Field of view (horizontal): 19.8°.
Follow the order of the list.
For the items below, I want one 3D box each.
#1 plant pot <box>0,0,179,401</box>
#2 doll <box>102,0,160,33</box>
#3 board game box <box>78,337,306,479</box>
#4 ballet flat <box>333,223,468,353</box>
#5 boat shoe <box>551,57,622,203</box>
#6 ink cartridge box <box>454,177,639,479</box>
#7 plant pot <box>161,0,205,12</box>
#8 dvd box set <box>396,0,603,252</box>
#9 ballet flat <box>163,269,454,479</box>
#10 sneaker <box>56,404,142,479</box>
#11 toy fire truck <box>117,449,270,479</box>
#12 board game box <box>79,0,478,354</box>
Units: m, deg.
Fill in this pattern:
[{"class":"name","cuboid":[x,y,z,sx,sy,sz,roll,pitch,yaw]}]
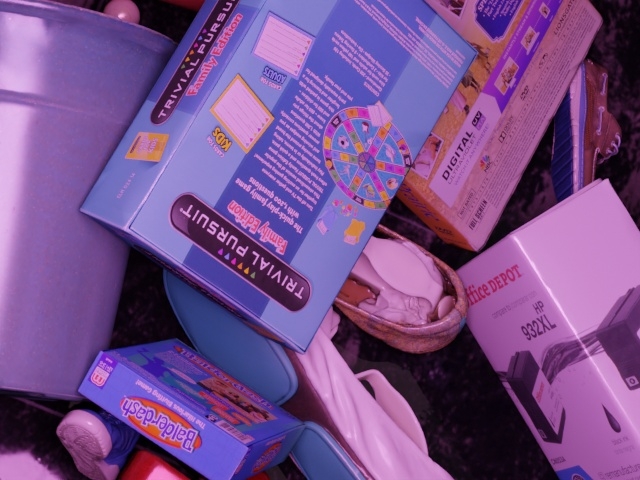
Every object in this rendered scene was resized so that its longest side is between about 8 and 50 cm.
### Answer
[{"class":"plant pot","cuboid":[-0.311,-0.028,1.688,0.341,0.341,0.334,8,83,-13]},{"class":"doll","cuboid":[-0.154,-0.170,1.856,0.046,0.129,0.189,-48,115,-10]},{"class":"board game box","cuboid":[-0.113,0.155,1.681,0.160,0.210,0.047,32,98,12]},{"class":"ballet flat","cuboid":[0.000,0.000,1.860,0.348,0.123,0.123,31,71,-6]},{"class":"boat shoe","cuboid":[0.293,-0.115,1.993,0.066,0.066,0.183,6,75,-15]},{"class":"ink cartridge box","cuboid":[0.279,0.118,1.849,0.129,0.223,0.307,-29,86,-19]},{"class":"plant pot","cuboid":[-0.172,-0.366,1.838,0.243,0.275,0.275,8,75,-4]},{"class":"dvd box set","cuboid":[0.101,-0.223,1.839,0.420,0.062,0.307,40,72,-40]},{"class":"ballet flat","cuboid":[-0.004,0.144,1.831,0.139,0.139,0.400,-38,93,-20]},{"class":"sneaker","cuboid":[-0.203,0.171,1.746,0.058,0.152,0.084,23,66,15]},{"class":"toy fire truck","cuboid":[-0.066,0.300,1.686,0.302,0.254,0.169,37,77,-4]},{"class":"board game box","cuboid":[-0.030,-0.103,1.658,0.254,0.079,0.336,38,79,-41]}]
